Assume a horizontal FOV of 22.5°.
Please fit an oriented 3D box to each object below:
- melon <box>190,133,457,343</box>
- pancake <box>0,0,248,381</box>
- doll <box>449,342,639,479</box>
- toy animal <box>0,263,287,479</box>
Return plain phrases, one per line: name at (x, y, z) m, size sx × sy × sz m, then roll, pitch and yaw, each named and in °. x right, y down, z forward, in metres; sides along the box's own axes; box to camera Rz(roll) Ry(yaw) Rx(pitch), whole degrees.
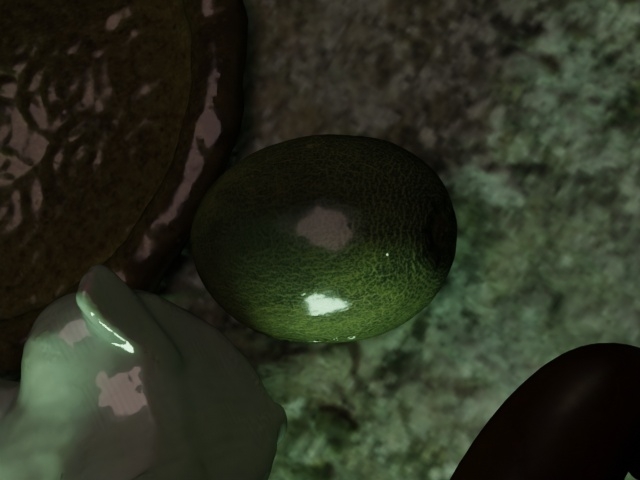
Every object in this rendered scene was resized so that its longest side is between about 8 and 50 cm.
melon at (0.000, 0.000, 0.735) m, size 0.130 × 0.098 × 0.098 m, roll -9°, pitch 74°, yaw 32°
pancake at (-0.161, -0.074, 0.875) m, size 0.288 × 0.033 × 0.286 m, roll -38°, pitch 64°, yaw 15°
doll at (0.166, 0.187, 0.524) m, size 0.339 × 0.209 × 0.318 m, roll 12°, pitch 54°, yaw 36°
toy animal at (-0.156, 0.128, 0.762) m, size 0.282 × 0.138 × 0.141 m, roll -26°, pitch 71°, yaw 21°
